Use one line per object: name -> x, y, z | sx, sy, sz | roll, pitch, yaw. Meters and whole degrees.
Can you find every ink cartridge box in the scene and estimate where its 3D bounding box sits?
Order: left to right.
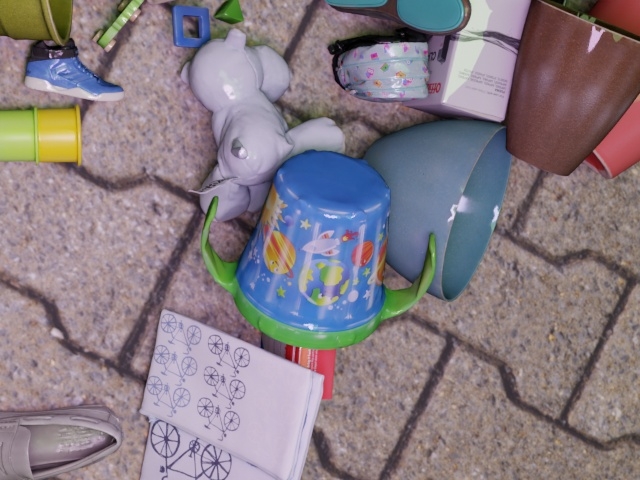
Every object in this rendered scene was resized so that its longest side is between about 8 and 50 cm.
ink cartridge box -> -0.031, 0.171, 1.908 | 0.078, 0.231, 0.134 | 3, 95, -17
ink cartridge box -> 0.239, -0.332, 1.953 | 0.114, 0.197, 0.273 | 11, 92, -15

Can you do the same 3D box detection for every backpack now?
backpack -> 0.108, -0.275, 1.929 | 0.152, 0.182, 0.115 | -12, 99, -15

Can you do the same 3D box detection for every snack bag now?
snack bag -> -0.158, 0.310, 1.860 | 0.037, 0.323, 0.343 | 0, 106, -54

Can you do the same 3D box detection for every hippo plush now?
hippo plush -> -0.134, -0.180, 1.872 | 0.294, 0.234, 0.237 | -10, 69, -49

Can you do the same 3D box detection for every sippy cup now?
sippy cup -> 0.000, 0.000, 1.764 | 0.305, 0.240, 0.224 | -14, 133, -32

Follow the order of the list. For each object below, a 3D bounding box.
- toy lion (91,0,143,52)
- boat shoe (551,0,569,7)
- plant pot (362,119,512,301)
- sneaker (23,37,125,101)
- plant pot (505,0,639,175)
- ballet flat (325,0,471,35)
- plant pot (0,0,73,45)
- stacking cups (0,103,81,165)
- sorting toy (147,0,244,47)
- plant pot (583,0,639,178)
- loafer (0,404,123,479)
toy lion -> -0.302, -0.335, 1.848 | 0.034, 0.096, 0.100 | 39, 85, -15
boat shoe -> 0.378, -0.431, 2.024 | 0.121, 0.119, 0.335 | 7, 94, -17
plant pot -> 0.163, -0.071, 1.942 | 0.195, 0.290, 0.290 | 20, 90, 19
sneaker -> -0.369, -0.263, 1.856 | 0.152, 0.058, 0.085 | 10, 101, -10
plant pot -> 0.376, -0.222, 1.846 | 0.215, 0.215, 0.230 | 16, 107, -17
ballet flat -> 0.132, -0.383, 1.898 | 0.096, 0.280, 0.095 | -13, 118, -51
plant pot -> -0.540, -0.443, 1.661 | 0.353, 0.366, 0.367 | -3, 97, -5
stacking cups -> -0.516, -0.148, 1.811 | 0.316, 0.096, 0.096 | -5, 97, -14
sorting toy -> -0.218, -0.466, 1.871 | 0.196, 0.047, 0.348 | -22, 103, -37
plant pot -> 0.499, -0.253, 2.016 | 0.243, 0.275, 0.275 | -44, 105, 2
loafer -> -0.461, 0.315, 1.859 | 0.319, 0.111, 0.112 | -11, 98, -15
